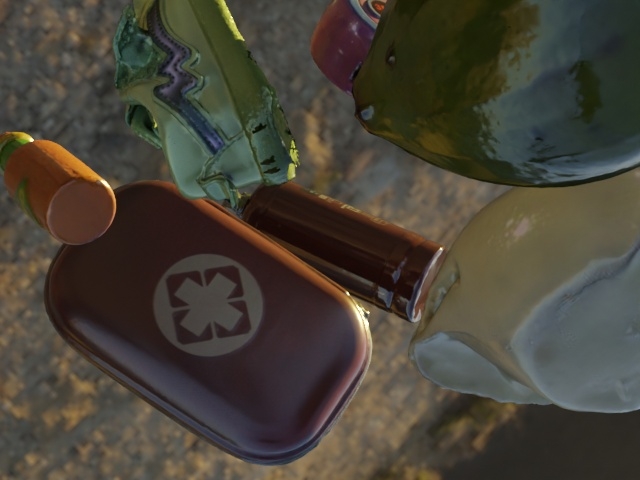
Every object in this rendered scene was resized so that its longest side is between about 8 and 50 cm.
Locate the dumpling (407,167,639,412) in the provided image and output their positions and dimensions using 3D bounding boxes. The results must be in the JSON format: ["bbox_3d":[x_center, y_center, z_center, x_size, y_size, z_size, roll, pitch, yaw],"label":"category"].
[{"bbox_3d":[0.294,0.049,1.511,0.315,0.233,0.395,19,135,-36],"label":"dumpling"}]

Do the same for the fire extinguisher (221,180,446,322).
[{"bbox_3d":[0.000,0.000,2.078,0.114,0.337,0.135,-59,162,-20],"label":"fire extinguisher"}]

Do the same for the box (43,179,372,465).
[{"bbox_3d":[-0.138,0.096,1.871,0.263,0.404,0.108,-55,175,-23],"label":"box"}]

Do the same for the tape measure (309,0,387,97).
[{"bbox_3d":[0.054,-0.150,1.245,0.118,0.125,0.074,12,125,-33],"label":"tape measure"}]

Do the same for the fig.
[{"bbox_3d":[0.119,-0.121,0.917,0.225,0.203,0.203,-23,159,11],"label":"fig"}]

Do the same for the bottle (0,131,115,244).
[{"bbox_3d":[-0.252,-0.056,1.386,0.069,0.187,0.069,-13,116,-27],"label":"bottle"}]

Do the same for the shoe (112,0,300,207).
[{"bbox_3d":[-0.108,-0.144,1.246,0.128,0.262,0.140,-23,152,-18],"label":"shoe"}]
